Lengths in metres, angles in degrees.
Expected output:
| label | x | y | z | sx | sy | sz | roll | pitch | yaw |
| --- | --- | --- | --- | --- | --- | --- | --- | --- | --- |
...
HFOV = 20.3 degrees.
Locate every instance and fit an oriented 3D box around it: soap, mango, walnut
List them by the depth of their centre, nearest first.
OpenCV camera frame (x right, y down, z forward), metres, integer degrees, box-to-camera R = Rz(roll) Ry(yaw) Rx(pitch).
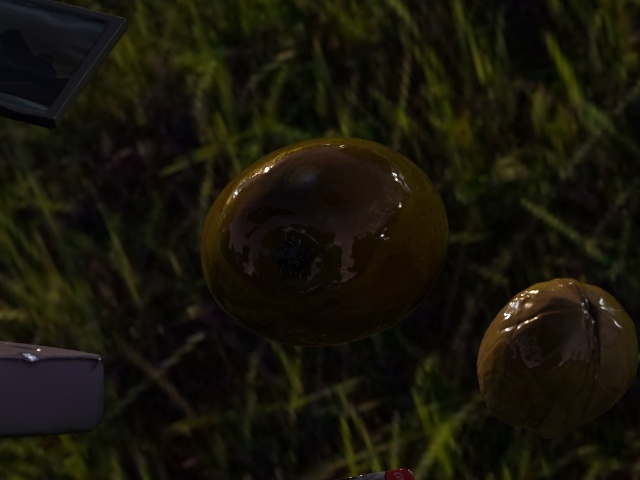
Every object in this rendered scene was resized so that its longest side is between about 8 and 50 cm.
| label | x | y | z | sx | sy | sz | roll | pitch | yaw |
| --- | --- | --- | --- | --- | --- | --- | --- | --- | --- |
| mango | 0.000 | 0.000 | 1.555 | 0.211 | 0.173 | 0.317 | -19 | 2 | -3 |
| walnut | 0.245 | 0.125 | 1.869 | 0.159 | 0.207 | 0.159 | 6 | 61 | -11 |
| soap | -0.435 | 0.165 | 2.041 | 0.285 | 0.296 | 0.107 | 6 | 89 | 21 |

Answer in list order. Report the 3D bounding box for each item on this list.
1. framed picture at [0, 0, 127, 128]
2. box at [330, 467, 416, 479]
| label | x | y | z | sx | sy | sz | roll | pitch | yaw |
| --- | --- | --- | --- | --- | --- | --- | --- | --- | --- |
| framed picture | -0.375 | -0.217 | 1.998 | 0.265 | 0.018 | 0.192 | 15 | 47 | 12 |
| box | -0.014 | 0.233 | 1.478 | 0.218 | 0.040 | 0.055 | -7 | 28 | -24 |
